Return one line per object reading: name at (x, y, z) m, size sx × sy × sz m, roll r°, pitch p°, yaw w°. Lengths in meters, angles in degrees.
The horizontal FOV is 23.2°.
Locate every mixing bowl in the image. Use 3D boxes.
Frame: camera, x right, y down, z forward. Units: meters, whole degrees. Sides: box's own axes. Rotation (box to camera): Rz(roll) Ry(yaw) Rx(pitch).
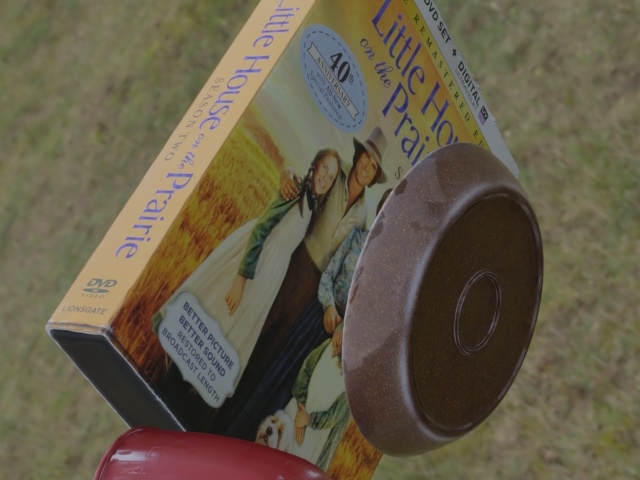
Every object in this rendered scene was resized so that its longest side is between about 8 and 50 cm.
mixing bowl at (-0.031, 0.171, 0.764) m, size 0.098 × 0.181 × 0.181 m, roll -14°, pitch 49°, yaw 17°

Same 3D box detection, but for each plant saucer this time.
plant saucer at (0.071, 0.034, 0.802) m, size 0.029 × 0.168 × 0.168 m, roll 13°, pitch 73°, yaw 35°

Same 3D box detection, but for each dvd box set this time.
dvd box set at (0.000, 0.000, 1.162) m, size 0.062 × 0.307 × 0.420 m, roll 3°, pitch 49°, yaw 37°
